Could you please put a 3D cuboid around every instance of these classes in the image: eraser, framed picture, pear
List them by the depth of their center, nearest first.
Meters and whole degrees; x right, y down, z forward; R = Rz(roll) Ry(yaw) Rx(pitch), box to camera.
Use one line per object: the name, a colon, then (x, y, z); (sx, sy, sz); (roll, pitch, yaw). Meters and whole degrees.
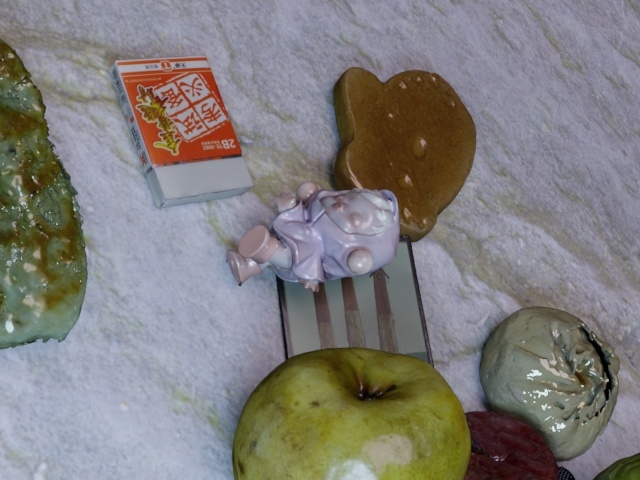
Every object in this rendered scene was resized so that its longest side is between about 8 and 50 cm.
pear: (0.040, 0.294, 1.285); (0.304, 0.304, 0.304); (15, 61, -28)
eraser: (-0.206, -0.166, 1.491); (0.157, 0.038, 0.230); (-12, 75, -38)
framed picture: (0.056, 0.141, 1.518); (0.244, 0.013, 0.324); (1, 68, -25)

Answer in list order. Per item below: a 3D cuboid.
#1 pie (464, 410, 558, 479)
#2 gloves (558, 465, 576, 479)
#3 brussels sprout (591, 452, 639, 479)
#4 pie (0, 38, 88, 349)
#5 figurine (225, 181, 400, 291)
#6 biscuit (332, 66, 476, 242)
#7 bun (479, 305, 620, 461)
pie: (0.243, 0.338, 1.480); (0.218, 0.204, 0.054); (-21, 126, -31)
gloves: (0.293, 0.400, 1.524); (0.180, 0.106, 0.129); (-16, 36, -14)
brussels sprout: (0.495, 0.483, 1.507); (0.274, 0.242, 0.317); (75, 29, -45)
pie: (-0.466, -0.048, 1.173); (0.395, 0.180, 0.418); (-17, 86, -39)
figurine: (0.001, 0.000, 1.473); (0.276, 0.133, 0.200); (-13, 44, -25)
biscuit: (0.128, -0.170, 1.707); (0.287, 0.057, 0.344); (41, 52, -12)
bun: (0.393, 0.221, 1.644); (0.259, 0.152, 0.259); (13, 62, -26)
